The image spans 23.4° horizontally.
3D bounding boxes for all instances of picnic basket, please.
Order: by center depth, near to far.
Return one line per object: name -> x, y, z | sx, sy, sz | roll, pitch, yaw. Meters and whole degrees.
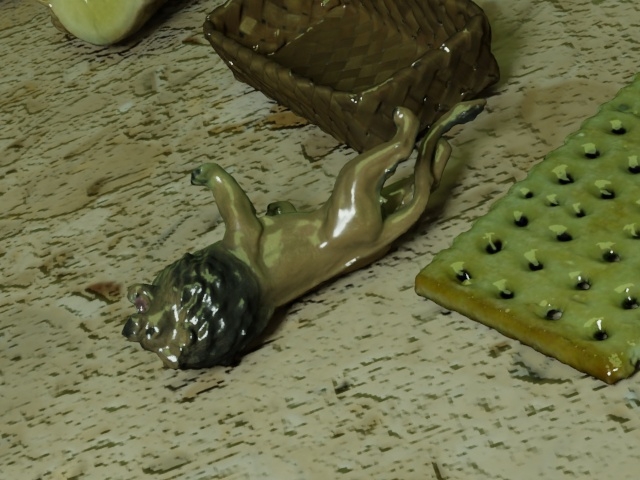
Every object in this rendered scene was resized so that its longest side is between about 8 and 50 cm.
picnic basket -> 0.015, -0.110, 0.893 | 0.110, 0.055, 0.193 | -35, 36, -14

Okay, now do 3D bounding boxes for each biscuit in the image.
biscuit -> 0.161, -0.028, 0.736 | 0.231, 0.016, 0.139 | -40, 39, -23

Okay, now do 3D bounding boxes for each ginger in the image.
ginger -> -0.118, -0.217, 1.103 | 0.137, 0.074, 0.213 | -5, 33, 25

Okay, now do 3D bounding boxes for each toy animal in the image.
toy animal -> -0.007, -0.013, 0.771 | 0.220, 0.069, 0.086 | -36, 58, -10
